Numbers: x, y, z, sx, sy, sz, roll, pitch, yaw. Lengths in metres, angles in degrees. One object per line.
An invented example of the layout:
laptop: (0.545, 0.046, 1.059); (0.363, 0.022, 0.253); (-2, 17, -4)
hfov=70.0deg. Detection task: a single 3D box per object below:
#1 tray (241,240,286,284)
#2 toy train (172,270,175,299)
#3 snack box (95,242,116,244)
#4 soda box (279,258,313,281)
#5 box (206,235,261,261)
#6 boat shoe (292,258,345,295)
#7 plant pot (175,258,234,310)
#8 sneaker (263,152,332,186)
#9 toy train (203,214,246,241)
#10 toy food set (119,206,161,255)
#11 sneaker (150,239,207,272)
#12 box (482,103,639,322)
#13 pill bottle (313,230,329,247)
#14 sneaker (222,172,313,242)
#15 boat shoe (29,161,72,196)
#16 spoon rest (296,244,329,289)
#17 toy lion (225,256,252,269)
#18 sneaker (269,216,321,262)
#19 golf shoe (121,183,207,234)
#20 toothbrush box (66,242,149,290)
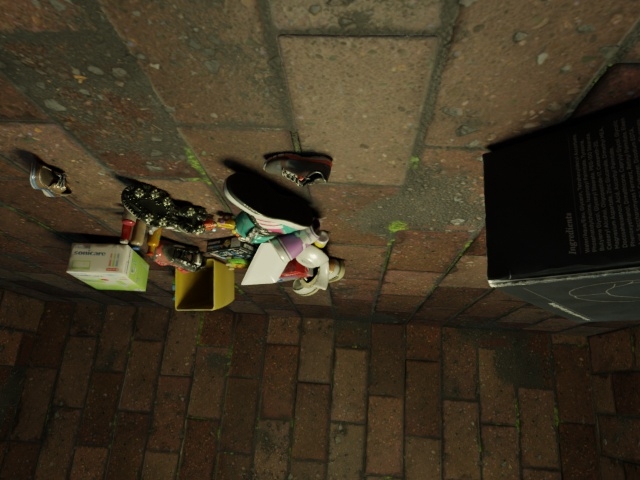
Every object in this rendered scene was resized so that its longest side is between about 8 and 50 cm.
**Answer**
tray: (-0.190, 0.078, 1.666); (0.145, 0.030, 0.270); (0, 144, -28)
toy train: (-0.581, 0.219, 2.161); (0.248, 0.143, 0.105); (1, 162, 11)
snack box: (-0.864, 0.044, 1.862); (0.141, 0.037, 0.100); (-5, 159, 23)
soda box: (-0.147, 0.111, 1.822); (0.092, 0.083, 0.263); (19, 156, -40)
box: (-0.284, 0.045, 1.705); (0.175, 0.051, 0.220); (-8, 158, 33)
boat shoe: (-0.033, 0.139, 1.856); (0.103, 0.113, 0.302); (21, 144, -31)
plant pot: (-0.490, 0.196, 2.001); (0.212, 0.212, 0.187); (-5, 172, 25)
sneaker: (-0.053, -0.153, 1.020); (0.158, 0.064, 0.061); (1, 162, 11)
toy train: (-0.293, -0.048, 1.440); (0.166, 0.046, 0.125); (19, 159, -29)
toy food set: (-0.573, -0.031, 1.454); (0.111, 0.104, 0.232); (9, 162, -13)
sneaker: (-0.528, 0.060, 1.737); (0.135, 0.097, 0.276); (-1, 163, 18)
box: (0.644, -0.024, 0.876); (0.472, 0.297, 0.480); (-15, 154, 43)
pill bottle: (0.000, 0.000, 1.510); (0.043, 0.043, 0.083); (7, 161, -8)
sneaker: (-0.178, -0.078, 1.207); (0.178, 0.123, 0.295); (-21, 152, 33)
boat shoe: (-0.692, -0.157, 1.181); (0.066, 0.066, 0.183); (4, 172, -14)
spoon rest: (-0.021, 0.076, 1.625); (0.137, 0.084, 0.276); (16, 153, 24)
toy lion: (-0.300, 0.087, 1.707); (0.096, 0.034, 0.100); (-2, 162, -3)
sneaker: (-0.074, -0.012, 1.405); (0.161, 0.102, 0.282); (-35, -165, -7)
golf shoe: (-0.457, -0.076, 1.304); (0.120, 0.105, 0.273); (0, 162, 37)
toothbrush box: (-0.826, 0.110, 1.807); (0.206, 0.122, 0.283); (3, 159, -3)
